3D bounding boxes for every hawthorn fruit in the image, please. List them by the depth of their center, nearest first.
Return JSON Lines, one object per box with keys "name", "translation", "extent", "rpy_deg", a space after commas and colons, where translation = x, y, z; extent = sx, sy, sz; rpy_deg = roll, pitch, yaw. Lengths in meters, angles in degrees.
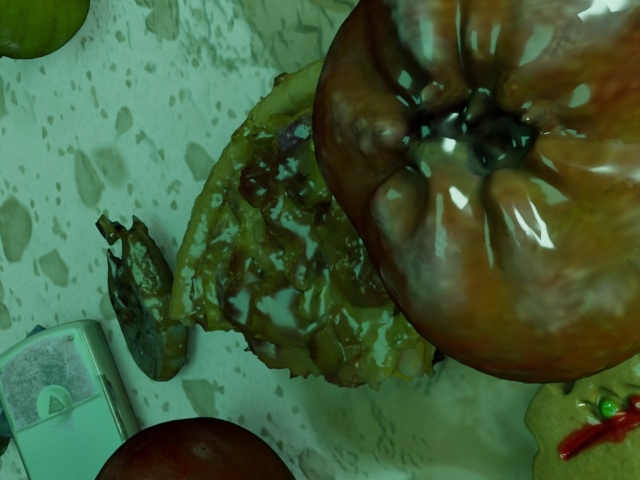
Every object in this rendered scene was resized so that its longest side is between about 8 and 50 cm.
{"name": "hawthorn fruit", "translation": [0.133, -0.069, 0.595], "extent": [0.284, 0.284, 0.284], "rpy_deg": [12, 108, 40]}

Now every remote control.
{"name": "remote control", "translation": [-0.259, 0.264, 1.160], "extent": [0.145, 0.050, 0.344], "rpy_deg": [-24, 83, 17]}

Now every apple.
{"name": "apple", "translation": [-0.111, 0.276, 0.947], "extent": [0.234, 0.234, 0.234], "rpy_deg": [12, 108, 40]}

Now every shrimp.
{"name": "shrimp", "translation": [-0.197, 0.061, 1.082], "extent": [0.132, 0.051, 0.187], "rpy_deg": [-6, 99, 43]}

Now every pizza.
{"name": "pizza", "translation": [0.000, 0.000, 0.855], "extent": [0.409, 0.114, 0.278], "rpy_deg": [-33, 73, 45]}

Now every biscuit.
{"name": "biscuit", "translation": [0.243, 0.184, 0.718], "extent": [0.238, 0.041, 0.212], "rpy_deg": [39, 122, 30]}

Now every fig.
{"name": "fig", "translation": [-0.328, -0.250, 1.063], "extent": [0.186, 0.142, 0.148], "rpy_deg": [-41, 45, 28]}

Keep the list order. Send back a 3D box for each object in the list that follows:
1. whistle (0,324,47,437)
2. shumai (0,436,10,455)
{"name": "whistle", "translation": [-0.363, 0.186, 1.260], "extent": [0.090, 0.090, 0.158], "rpy_deg": [39, 85, 29]}
{"name": "shumai", "translation": [-0.434, 0.234, 1.332], "extent": [0.083, 0.082, 0.080], "rpy_deg": [38, 125, 4]}
